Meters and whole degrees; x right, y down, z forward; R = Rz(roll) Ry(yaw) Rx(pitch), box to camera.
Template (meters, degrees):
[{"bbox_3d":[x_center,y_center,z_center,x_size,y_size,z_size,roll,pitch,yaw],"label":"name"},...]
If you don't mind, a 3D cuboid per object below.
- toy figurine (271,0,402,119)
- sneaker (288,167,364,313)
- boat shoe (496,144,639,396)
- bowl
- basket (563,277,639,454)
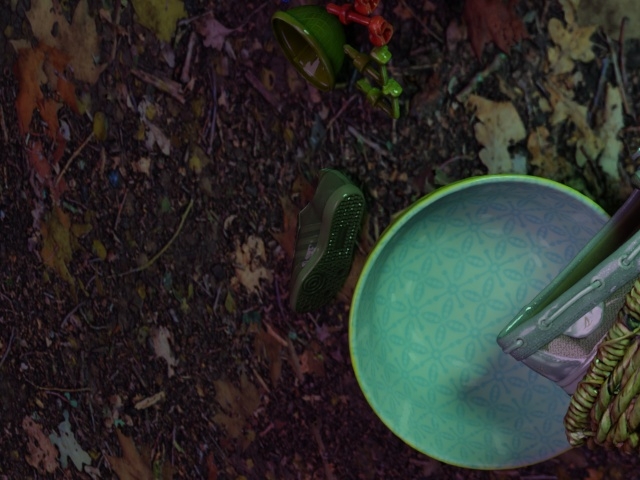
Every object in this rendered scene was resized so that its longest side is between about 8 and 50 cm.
[{"bbox_3d":[0.034,-0.322,1.197,0.191,0.217,0.362,24,163,26],"label":"toy figurine"},{"bbox_3d":[0.000,0.000,1.393,0.071,0.066,0.188,51,129,41],"label":"sneaker"},{"bbox_3d":[0.280,-0.008,1.014,0.103,0.118,0.320,31,108,-3],"label":"boat shoe"},{"bbox_3d":[0.164,0.067,1.155,0.156,0.290,0.289,-113,15,-78],"label":"bowl"},{"bbox_3d":[0.339,0.036,0.898,0.223,0.299,0.213,3,105,43],"label":"basket"}]
